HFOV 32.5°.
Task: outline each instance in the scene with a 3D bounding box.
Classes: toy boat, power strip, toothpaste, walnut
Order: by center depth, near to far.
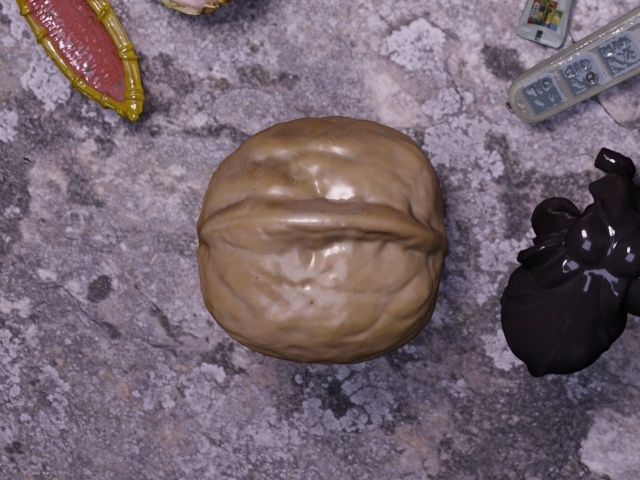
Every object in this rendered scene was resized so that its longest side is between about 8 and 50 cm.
[{"bbox_3d":[0.330,-0.383,1.475,0.067,0.037,0.255,18,120,7],"label":"toothpaste"},{"bbox_3d":[0.381,-0.247,1.516,0.286,0.048,0.080,-26,103,25],"label":"power strip"},{"bbox_3d":[0.000,0.000,1.573,0.381,0.381,0.381,6,115,13],"label":"walnut"},{"bbox_3d":[-0.369,-0.316,1.660,0.141,0.099,0.318,-31,105,28],"label":"toy boat"}]

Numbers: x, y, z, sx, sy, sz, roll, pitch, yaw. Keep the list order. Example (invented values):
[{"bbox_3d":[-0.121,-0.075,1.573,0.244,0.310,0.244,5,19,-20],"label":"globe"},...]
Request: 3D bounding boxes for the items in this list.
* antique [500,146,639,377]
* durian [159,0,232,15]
[{"bbox_3d":[0.362,0.048,1.537,0.185,0.255,0.322,24,115,7],"label":"antique"},{"bbox_3d":[-0.215,-0.414,1.551,0.305,0.185,0.195,26,136,7],"label":"durian"}]
